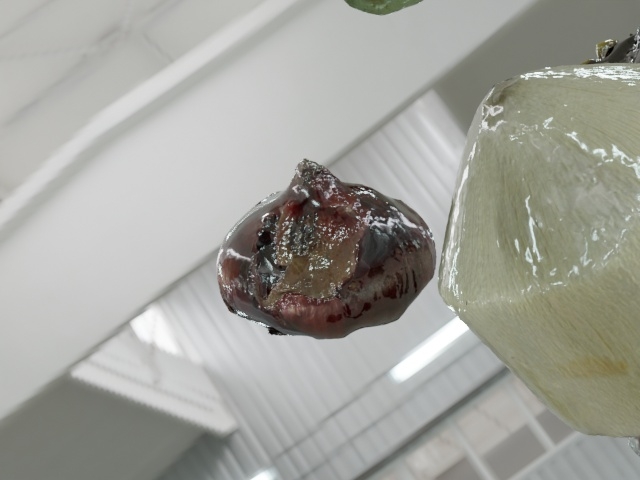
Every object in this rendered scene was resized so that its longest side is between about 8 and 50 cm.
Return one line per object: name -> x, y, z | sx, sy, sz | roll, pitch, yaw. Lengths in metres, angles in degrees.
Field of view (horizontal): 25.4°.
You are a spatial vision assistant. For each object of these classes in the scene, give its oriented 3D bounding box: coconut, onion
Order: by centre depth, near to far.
coconut -> 0.198, -0.003, 0.979 | 0.237, 0.266, 0.237 | -38, 12, 10
onion -> 0.000, 0.000, 1.708 | 0.272, 0.272, 0.195 | -25, -65, -22

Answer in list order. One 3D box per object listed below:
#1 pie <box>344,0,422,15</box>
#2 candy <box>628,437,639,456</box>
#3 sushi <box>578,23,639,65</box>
pie -> 0.096, -0.475, 2.295 | 0.240, 0.240, 0.054 | -54, -4, 35
candy -> 0.443, 0.132, 1.511 | 0.157, 0.214, 0.289 | 18, -52, -14
sushi -> 0.308, -0.117, 1.344 | 0.172, 0.150, 0.153 | 33, -105, -32
